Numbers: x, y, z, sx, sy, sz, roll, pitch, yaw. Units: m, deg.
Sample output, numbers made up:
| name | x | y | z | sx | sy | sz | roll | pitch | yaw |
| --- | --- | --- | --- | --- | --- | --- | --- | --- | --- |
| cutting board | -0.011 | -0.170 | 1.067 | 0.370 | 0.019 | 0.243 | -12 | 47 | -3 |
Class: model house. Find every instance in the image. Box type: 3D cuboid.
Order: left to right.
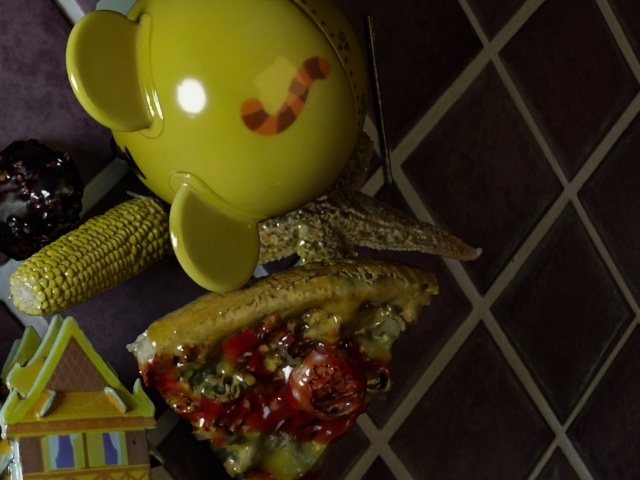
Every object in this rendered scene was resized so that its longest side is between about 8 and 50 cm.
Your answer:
| name | x | y | z | sx | sy | sz | roll | pitch | yaw |
| --- | --- | --- | --- | --- | --- | --- | --- | --- | --- |
| model house | -0.383 | 0.253 | 1.590 | 0.358 | 0.242 | 0.312 | 1 | 72 | -38 |

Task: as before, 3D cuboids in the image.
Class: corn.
| name | x | y | z | sx | sy | sz | roll | pitch | yaw |
| --- | --- | --- | --- | --- | --- | --- | --- | --- | --- |
| corn | -0.280 | 0.020 | 1.668 | 0.091 | 0.091 | 0.260 | 39 | 38 | 15 |

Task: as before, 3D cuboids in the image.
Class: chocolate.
| name | x | y | z | sx | sy | sz | roll | pitch | yaw |
| --- | --- | --- | --- | --- | --- | --- | --- | --- | --- |
| chocolate | -0.341 | -0.053 | 1.645 | 0.156 | 0.133 | 0.156 | 0 | 90 | -37 |

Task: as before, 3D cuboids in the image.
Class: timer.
| name | x | y | z | sx | sy | sz | roll | pitch | yaw |
| --- | --- | --- | --- | --- | --- | --- | --- | --- | --- |
| timer | -0.131 | -0.167 | 1.672 | 0.387 | 0.376 | 0.376 | -49 | 119 | -41 |

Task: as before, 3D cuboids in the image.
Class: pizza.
| name | x | y | z | sx | sy | sz | roll | pitch | yaw |
| --- | --- | --- | --- | --- | --- | --- | --- | --- | --- |
| pizza | -0.034 | 0.221 | 1.767 | 0.440 | 0.130 | 0.406 | -12 | 120 | -27 |

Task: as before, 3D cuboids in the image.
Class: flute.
| name | x | y | z | sx | sy | sz | roll | pitch | yaw |
| --- | --- | --- | --- | --- | --- | --- | --- | --- | --- |
| flute | 0.091 | -0.219 | 2.083 | 0.014 | 0.014 | 0.269 | -12 | 97 | -39 |

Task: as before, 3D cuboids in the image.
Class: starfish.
| name | x | y | z | sx | sy | sz | roll | pitch | yaw |
| --- | --- | --- | --- | --- | --- | --- | --- | --- | --- |
| starfish | 0.007 | -0.005 | 1.904 | 0.384 | 0.132 | 0.398 | 46 | 55 | -12 |

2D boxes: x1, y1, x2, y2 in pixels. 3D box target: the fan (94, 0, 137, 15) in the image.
| name | x | y | z | sx | sy | sz | roll | pitch | yaw |
| --- | --- | --- | --- | --- | --- | --- | --- | --- | --- |
| fan | -0.200 | -0.306 | 1.840 | 0.310 | 0.010 | 0.182 | -51 | 120 | -26 |
